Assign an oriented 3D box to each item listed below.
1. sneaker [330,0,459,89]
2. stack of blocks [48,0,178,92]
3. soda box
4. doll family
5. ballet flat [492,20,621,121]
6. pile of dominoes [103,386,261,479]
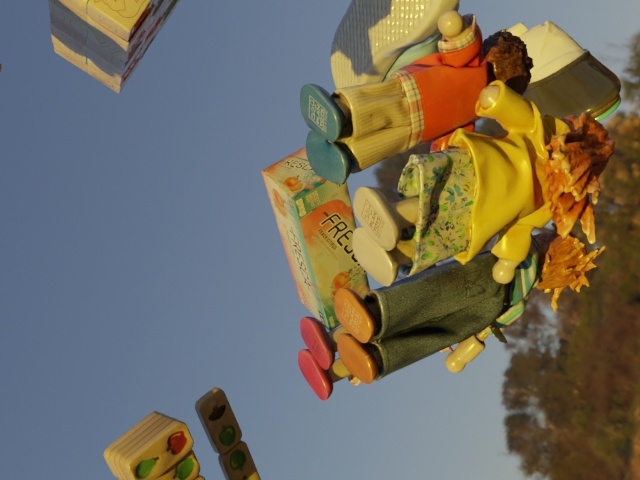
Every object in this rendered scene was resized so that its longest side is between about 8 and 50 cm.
[{"bbox_3d":[0.132,-0.303,1.241,0.150,0.135,0.366,-15,-6,-21],"label":"sneaker"},{"bbox_3d":[-0.186,-0.265,0.936,0.171,0.087,0.297,-59,11,-8],"label":"stack of blocks"},{"bbox_3d":[0.000,0.000,0.917,0.058,0.063,0.183,-31,-45,-16],"label":"soda box"},{"bbox_3d":[0.086,0.007,0.527,0.163,0.118,0.263,-22,-43,-26],"label":"doll family"},{"bbox_3d":[0.239,-0.192,1.047,0.095,0.096,0.280,-33,17,2],"label":"ballet flat"},{"bbox_3d":[-0.110,0.265,0.786,0.196,0.040,0.251,-37,-60,-33],"label":"pile of dominoes"}]
